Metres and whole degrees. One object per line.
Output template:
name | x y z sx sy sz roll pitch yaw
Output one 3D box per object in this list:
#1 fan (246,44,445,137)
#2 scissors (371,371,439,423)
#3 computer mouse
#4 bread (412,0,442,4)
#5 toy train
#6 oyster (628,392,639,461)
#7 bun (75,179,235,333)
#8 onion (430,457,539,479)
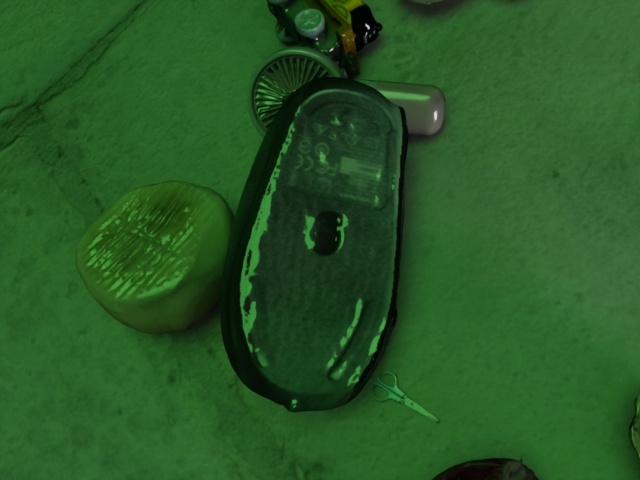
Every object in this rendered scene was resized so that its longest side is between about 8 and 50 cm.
fan | 0.031 -0.172 0.789 0.244 0.074 0.130 6 115 10
scissors | 0.095 0.177 0.699 0.083 0.006 0.036 29 81 25
computer mouse | 0.001 0.001 0.720 0.203 0.114 0.374 14 79 -7
bread | 0.199 -0.387 0.829 0.232 0.064 0.172 -10 69 14
toy train | 0.005 -0.310 0.856 0.127 0.089 0.219 -34 63 -6
oyster | 0.415 0.253 0.512 0.341 0.110 0.166 20 74 26
bun | -0.189 0.021 0.787 0.178 0.128 0.193 32 73 25
onion | 0.145 0.308 0.550 0.200 0.200 0.207 -31 77 6
